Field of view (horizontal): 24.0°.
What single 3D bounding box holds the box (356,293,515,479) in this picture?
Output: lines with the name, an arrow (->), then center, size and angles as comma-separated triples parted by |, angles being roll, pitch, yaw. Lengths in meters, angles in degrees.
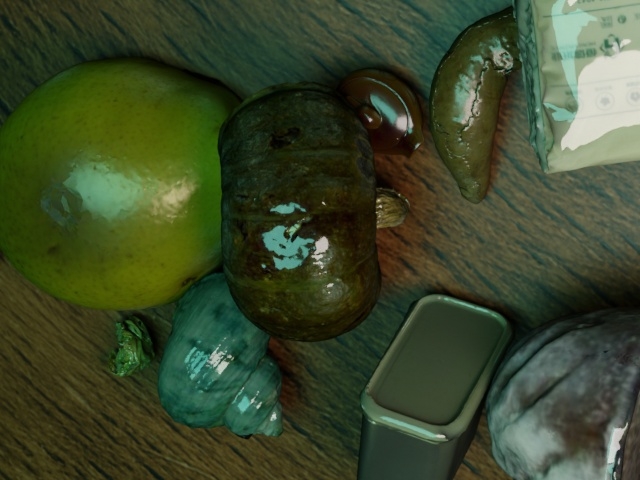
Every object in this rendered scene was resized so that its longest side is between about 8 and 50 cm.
box -> 0.130, 0.207, 1.832 | 0.138, 0.274, 0.178 | 18, 124, 15

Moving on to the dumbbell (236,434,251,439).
dumbbell -> -0.129, 0.241, 2.047 | 0.083, 0.040, 0.036 | 18, 79, 14

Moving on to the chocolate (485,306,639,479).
chocolate -> 0.308, 0.202, 1.763 | 0.213, 0.303, 0.303 | 13, 110, 28

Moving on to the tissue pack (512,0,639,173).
tissue pack -> 0.395, -0.242, 1.581 | 0.380, 0.207, 0.297 | -6, 107, 4

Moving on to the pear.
pear -> -0.274, -0.056, 1.931 | 0.386, 0.191, 0.340 | -18, 100, 25

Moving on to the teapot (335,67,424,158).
teapot -> 0.071, -0.152, 1.838 | 0.129, 0.078, 0.098 | 41, 115, 5

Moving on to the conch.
conch -> -0.121, 0.170, 1.955 | 0.196, 0.134, 0.202 | -36, 119, 17

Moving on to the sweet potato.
sweet potato -> 0.197, -0.187, 1.773 | 0.124, 0.098, 0.310 | 23, 114, -3

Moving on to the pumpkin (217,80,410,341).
pumpkin -> 0.000, 0.000, 1.786 | 0.242, 0.232, 0.325 | -12, 132, -5

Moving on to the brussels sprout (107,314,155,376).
brussels sprout -> -0.258, 0.144, 2.059 | 0.085, 0.058, 0.085 | 18, 113, 51
